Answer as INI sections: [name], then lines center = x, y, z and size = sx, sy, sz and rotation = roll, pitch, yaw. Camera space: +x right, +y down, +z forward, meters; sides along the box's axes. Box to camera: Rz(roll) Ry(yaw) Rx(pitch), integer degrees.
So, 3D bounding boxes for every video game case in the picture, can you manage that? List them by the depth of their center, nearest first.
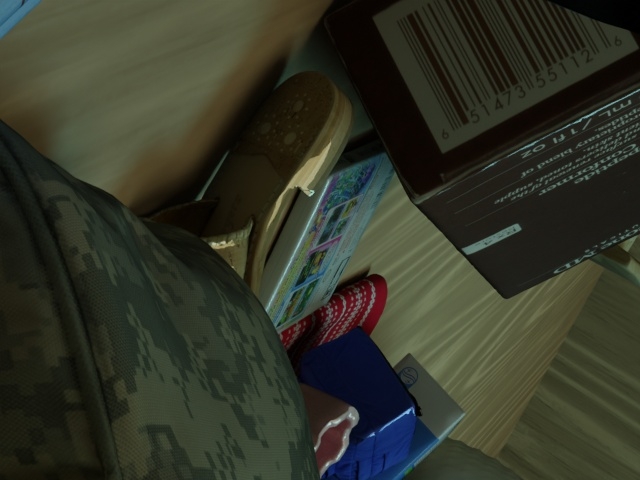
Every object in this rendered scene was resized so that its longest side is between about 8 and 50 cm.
[video game case]
center = 0.000, 0.000, 1.093
size = 0.143, 0.019, 0.157
rotation = -28, 148, -60

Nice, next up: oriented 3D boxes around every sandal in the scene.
[sandal]
center = -0.071, -0.004, 0.812
size = 0.079, 0.088, 0.240
rotation = 41, 73, -43

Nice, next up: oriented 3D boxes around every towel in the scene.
[towel]
center = -0.037, 0.137, 1.231
size = 0.275, 0.031, 0.199
rotation = -24, 143, -63

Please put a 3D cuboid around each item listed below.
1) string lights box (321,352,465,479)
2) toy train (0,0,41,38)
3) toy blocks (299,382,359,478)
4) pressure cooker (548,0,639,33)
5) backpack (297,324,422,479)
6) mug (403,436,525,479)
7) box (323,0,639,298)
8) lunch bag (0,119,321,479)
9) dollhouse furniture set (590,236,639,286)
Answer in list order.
[string lights box]
center = 0.009, 0.221, 1.317
size = 0.259, 0.077, 0.133
rotation = -42, 170, -6
[toy train]
center = -0.098, -0.108, 0.411
size = 0.184, 0.105, 0.080
rotation = -50, 163, -25
[toy blocks]
center = -0.048, 0.281, 0.988
size = 0.309, 0.260, 0.288
rotation = -50, 158, -18
[pressure cooker]
center = 0.160, -0.252, 0.415
size = 0.370, 0.375, 0.420
rotation = -52, 163, -29
[backpack]
center = 0.019, 0.141, 1.190
size = 0.101, 0.098, 0.120
rotation = -24, 153, -9
[mug]
center = 0.139, 0.363, 1.506
size = 0.276, 0.374, 0.328
rotation = -50, -156, -2
[box]
center = 0.153, -0.082, 1.015
size = 0.191, 0.143, 0.381
rotation = -28, 165, 9
[lunch bag]
center = -0.110, 0.090, 0.550
size = 0.305, 0.212, 0.256
rotation = 43, 40, -73
[dollhouse furniture set]
center = 0.345, -0.152, 1.614
size = 0.362, 0.256, 0.394
rotation = -57, 144, -4
